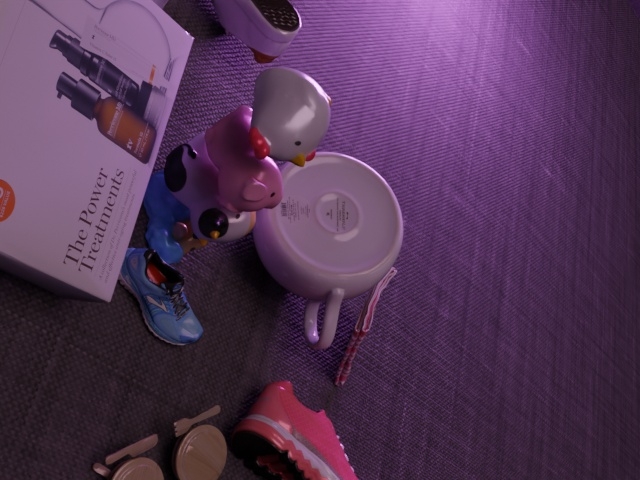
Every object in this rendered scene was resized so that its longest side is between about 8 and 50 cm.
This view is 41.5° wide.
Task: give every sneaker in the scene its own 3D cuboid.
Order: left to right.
[{"bbox_3d":[-0.209,0.077,1.140,0.162,0.073,0.063,56,42,-22],"label":"sneaker"},{"bbox_3d":[-0.155,-0.409,1.366,0.106,0.123,0.290,-27,79,-36],"label":"sneaker"},{"bbox_3d":[0.004,0.332,1.284,0.314,0.116,0.136,51,43,-27],"label":"sneaker"}]

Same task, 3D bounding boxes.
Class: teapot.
[{"bbox_3d":[0.000,0.000,1.344,0.252,0.187,0.256,44,60,5],"label":"teapot"}]

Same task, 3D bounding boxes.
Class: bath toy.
[{"bbox_3d":[-0.113,-0.085,1.093,0.151,0.348,0.129,42,48,-14],"label":"bath toy"}]

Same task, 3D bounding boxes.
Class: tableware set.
[{"bbox_3d":[-0.205,0.301,1.102,0.194,0.039,0.128,-17,103,-46],"label":"tableware set"}]

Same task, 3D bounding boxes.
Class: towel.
[{"bbox_3d":[0.072,0.143,1.395,0.029,0.197,0.144,23,53,5],"label":"towel"}]

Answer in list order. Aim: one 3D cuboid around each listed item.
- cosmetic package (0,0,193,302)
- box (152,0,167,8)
[{"bbox_3d":[-0.313,-0.150,0.981,0.284,0.097,0.377,35,63,-51],"label":"cosmetic package"},{"bbox_3d":[-0.295,-0.401,1.206,0.183,0.056,0.231,48,46,-29],"label":"box"}]
